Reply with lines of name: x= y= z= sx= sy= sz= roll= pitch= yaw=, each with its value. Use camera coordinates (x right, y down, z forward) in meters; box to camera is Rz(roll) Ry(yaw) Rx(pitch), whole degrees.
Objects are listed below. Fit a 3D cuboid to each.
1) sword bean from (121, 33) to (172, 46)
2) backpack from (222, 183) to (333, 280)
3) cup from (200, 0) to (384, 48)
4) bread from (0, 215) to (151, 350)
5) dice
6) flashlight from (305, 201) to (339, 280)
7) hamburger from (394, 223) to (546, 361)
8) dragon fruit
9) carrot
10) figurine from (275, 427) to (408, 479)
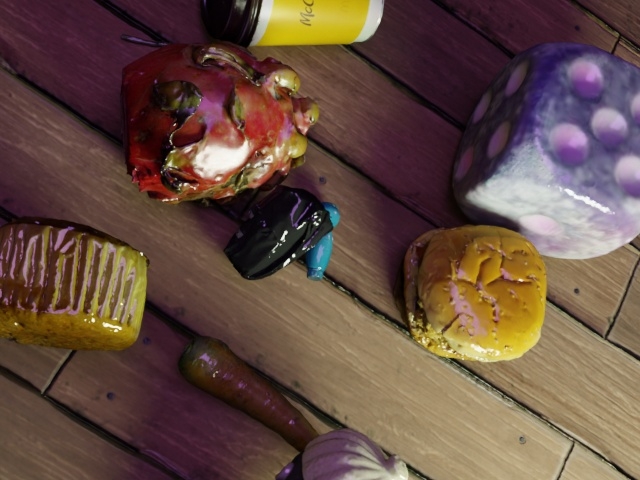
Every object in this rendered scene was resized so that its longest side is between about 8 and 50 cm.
sword bean: x=-0.283 y=-0.324 z=1.380 sx=0.083 sy=0.012 sz=0.012 roll=7 pitch=74 yaw=-16
backpack: x=-0.070 y=-0.014 z=1.296 sx=0.165 sy=0.120 sz=0.105 roll=-37 pitch=82 yaw=6
cup: x=-0.047 y=-0.400 z=1.386 sx=0.280 sy=0.196 sz=0.196 roll=0 pitch=76 yaw=-25
bread: x=-0.348 y=0.070 z=1.132 sx=0.228 sy=0.253 sz=0.142 roll=9 pitch=71 yaw=-18
dice: x=0.396 y=-0.142 z=1.402 sx=0.270 sy=0.270 sz=0.271 roll=24 pitch=70 yaw=-11
flashlight: x=0.000 y=0.000 z=1.361 sx=0.051 sy=0.051 sz=0.129 roll=13 pitch=71 yaw=-13
hamburger: x=0.248 y=0.080 z=1.358 sx=0.245 sy=0.163 sz=0.244 roll=4 pitch=74 yaw=-14
dragon fruit: x=-0.148 y=-0.177 z=1.258 sx=0.291 sy=0.269 sz=0.250 roll=0 pitch=86 yaw=-13
carrot: x=-0.084 y=0.250 z=1.271 sx=0.298 sy=0.078 sz=0.078 roll=40 pitch=68 yaw=-10
figurine: x=-0.031 y=0.398 z=1.153 sx=0.332 sy=0.204 sz=0.185 roll=-35 pitch=103 yaw=-17
